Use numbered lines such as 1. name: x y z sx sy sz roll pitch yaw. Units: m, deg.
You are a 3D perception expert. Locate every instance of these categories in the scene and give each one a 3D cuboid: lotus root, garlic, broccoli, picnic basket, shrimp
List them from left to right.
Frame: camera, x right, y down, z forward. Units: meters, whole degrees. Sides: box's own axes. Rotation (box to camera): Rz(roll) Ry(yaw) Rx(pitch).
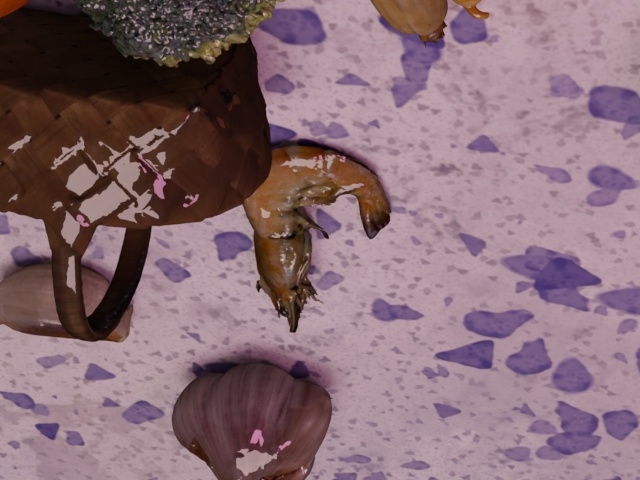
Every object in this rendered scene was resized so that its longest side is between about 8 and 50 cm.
1. garlic: -0.339 0.087 2.364 0.198 0.090 0.128 -3 152 10
2. picnic basket: -0.220 -0.056 1.977 0.337 0.293 0.337 5 117 10
3. broccoli: -0.125 -0.268 1.815 0.226 0.176 0.198 -26 93 -5
4. garlic: -0.090 0.280 2.454 0.207 0.257 0.207 19 -176 -1
5. shrimp: 0.000 0.000 2.201 0.169 0.058 0.296 1 137 9
6. lotus root: 0.084 -0.244 1.870 0.073 0.062 0.150 4 146 40

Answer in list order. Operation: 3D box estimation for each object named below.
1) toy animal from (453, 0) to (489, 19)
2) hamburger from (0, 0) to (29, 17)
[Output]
1. toy animal: 0.159 -0.259 1.841 0.083 0.060 0.081 -25 89 38
2. hamburger: -0.337 -0.351 1.643 0.330 0.330 0.250 -9 137 23
